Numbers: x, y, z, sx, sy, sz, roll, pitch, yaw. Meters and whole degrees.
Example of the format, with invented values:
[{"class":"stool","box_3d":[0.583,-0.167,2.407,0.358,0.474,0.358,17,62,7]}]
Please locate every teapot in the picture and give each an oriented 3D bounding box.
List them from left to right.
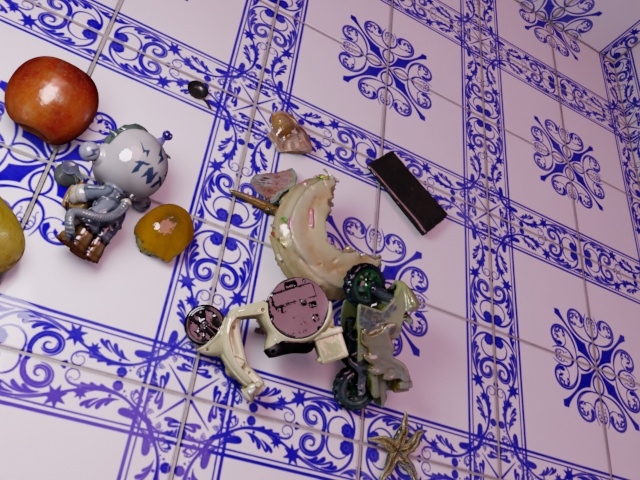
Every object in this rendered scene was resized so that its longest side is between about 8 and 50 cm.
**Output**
[{"class":"teapot","box_3d":[-0.643,-0.169,1.621,0.088,0.057,0.066,41,51,-5]}]

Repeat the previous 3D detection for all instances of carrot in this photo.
[{"class":"carrot","box_3d":[-0.160,-0.103,1.899,0.254,0.049,0.049,22,55,-17]}]

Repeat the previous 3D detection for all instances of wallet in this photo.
[{"class":"wallet","box_3d":[0.305,-0.171,2.230,0.321,0.044,0.170,50,49,6]}]

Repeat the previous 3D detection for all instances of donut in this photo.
[{"class":"donut","box_3d":[-0.001,0.010,1.836,0.307,0.150,0.371,-36,98,-35]}]

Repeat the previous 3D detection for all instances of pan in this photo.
[{"class":"pan","box_3d":[-0.375,-0.451,1.969,0.068,0.023,0.115,-22,74,-39]}]

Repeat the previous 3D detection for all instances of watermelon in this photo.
[{"class":"watermelon","box_3d":[-0.146,-0.166,1.933,0.139,0.071,0.187,12,31,3]}]

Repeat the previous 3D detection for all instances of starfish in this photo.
[{"class":"starfish","box_3d":[0.207,0.576,1.740,0.176,0.053,0.208,32,53,-14]}]

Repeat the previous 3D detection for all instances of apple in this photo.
[{"class":"apple","box_3d":[-0.682,-0.358,1.602,0.218,0.218,0.201,29,78,-16]}]

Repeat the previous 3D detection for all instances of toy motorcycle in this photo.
[{"class":"toy motorcycle","box_3d":[0.156,0.272,1.763,0.236,0.168,0.410,7,90,-21]}]

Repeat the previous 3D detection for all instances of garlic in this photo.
[{"class":"garlic","box_3d":[-0.098,-0.352,2.046,0.124,0.099,0.175,-16,73,-53]}]

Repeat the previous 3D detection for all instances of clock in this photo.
[{"class":"clock","box_3d":[-0.137,0.251,1.615,0.378,0.120,0.277,-20,81,-11]}]

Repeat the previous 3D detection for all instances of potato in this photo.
[{"class":"potato","box_3d":[-0.748,0.003,1.403,0.158,0.178,0.203,49,23,-19]}]

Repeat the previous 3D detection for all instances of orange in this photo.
[{"class":"orange","box_3d":[-0.408,-0.031,1.665,0.160,0.112,0.170,5,50,-29]}]

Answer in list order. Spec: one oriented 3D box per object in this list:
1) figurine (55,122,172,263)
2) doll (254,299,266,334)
[{"class":"figurine","box_3d":[-0.521,-0.133,1.591,0.186,0.261,0.382,21,68,16]},{"class":"doll","box_3d":[-0.141,0.232,1.712,0.084,0.073,0.127,-37,82,-7]}]
